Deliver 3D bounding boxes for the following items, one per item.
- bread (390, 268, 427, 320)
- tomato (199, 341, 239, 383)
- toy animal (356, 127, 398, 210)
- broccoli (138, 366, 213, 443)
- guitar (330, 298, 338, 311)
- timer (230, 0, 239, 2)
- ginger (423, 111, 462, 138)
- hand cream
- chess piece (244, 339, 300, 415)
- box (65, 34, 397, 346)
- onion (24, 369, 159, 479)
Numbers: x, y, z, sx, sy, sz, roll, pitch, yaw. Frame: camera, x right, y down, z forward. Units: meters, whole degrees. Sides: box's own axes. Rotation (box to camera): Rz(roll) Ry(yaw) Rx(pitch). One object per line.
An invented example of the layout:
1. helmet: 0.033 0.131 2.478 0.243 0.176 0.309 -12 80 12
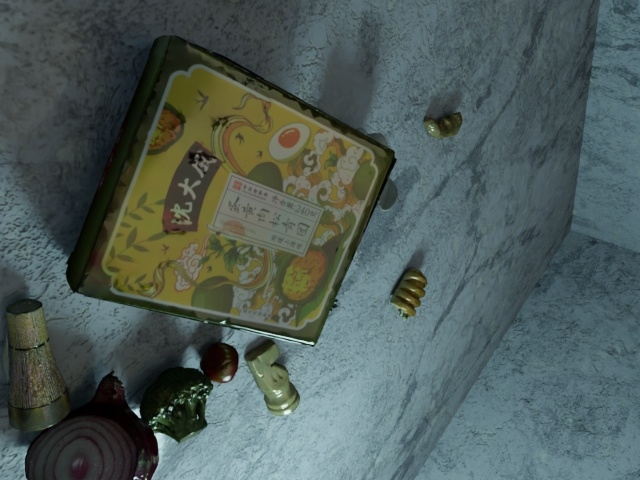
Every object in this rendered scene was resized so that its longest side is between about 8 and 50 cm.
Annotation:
1. bread: 0.301 0.181 1.590 0.177 0.084 0.119 -62 145 -9
2. tomato: -0.216 0.259 1.004 0.075 0.087 0.087 24 92 -28
3. toy animal: 0.074 -0.155 1.042 0.193 0.128 0.178 9 78 -45
4. broccoli: -0.283 0.319 0.919 0.162 0.137 0.145 -28 158 -9
5. guitar: 0.029 0.077 1.117 0.084 0.038 0.270 -25 134 -30
6. timer: -0.113 -0.486 0.648 0.175 0.175 0.266 -52 161 -16
7. ginger: 0.361 -0.333 1.374 0.174 0.051 0.069 -24 125 -44
8. hand cream: -0.428 0.181 0.703 0.084 0.084 0.203 -17 119 -45
9. chess piece: -0.122 0.342 1.181 0.090 0.090 0.200 -38 126 -31
10. box: -0.123 -0.053 0.761 0.421 0.138 0.372 20 95 -32
11. onion: -0.370 0.334 0.805 0.140 0.196 0.217 74 19 -73
